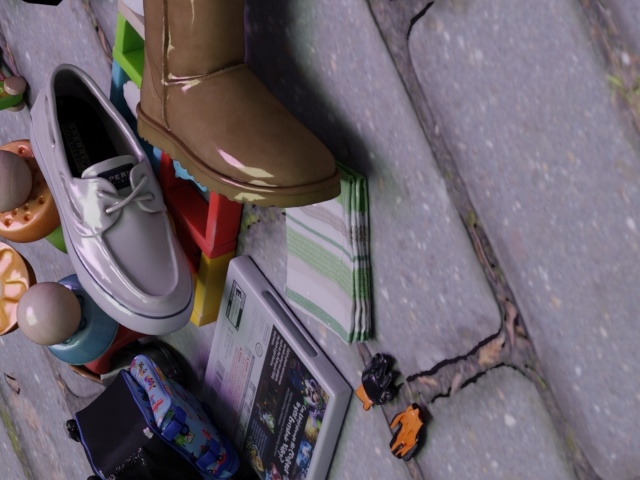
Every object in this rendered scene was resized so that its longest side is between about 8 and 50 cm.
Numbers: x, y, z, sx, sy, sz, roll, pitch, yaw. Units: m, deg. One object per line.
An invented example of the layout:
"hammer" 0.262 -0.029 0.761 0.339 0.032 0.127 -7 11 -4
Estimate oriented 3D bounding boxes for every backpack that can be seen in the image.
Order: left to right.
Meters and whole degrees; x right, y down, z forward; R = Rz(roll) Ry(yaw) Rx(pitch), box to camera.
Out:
"backpack" -0.136 0.213 1.805 0.173 0.117 0.158 45 -177 -25

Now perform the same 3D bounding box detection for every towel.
"towel" 0.000 0.000 1.560 0.113 0.023 0.152 30 132 48

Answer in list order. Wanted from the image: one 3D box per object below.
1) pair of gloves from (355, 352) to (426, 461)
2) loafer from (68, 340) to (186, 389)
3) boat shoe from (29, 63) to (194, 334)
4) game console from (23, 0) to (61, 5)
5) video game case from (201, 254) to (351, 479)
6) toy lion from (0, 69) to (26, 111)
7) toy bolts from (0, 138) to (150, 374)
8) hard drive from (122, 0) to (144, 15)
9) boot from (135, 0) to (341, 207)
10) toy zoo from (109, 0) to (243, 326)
"pair of gloves" 0.058 0.134 1.555 0.083 0.010 0.074 60 150 24
"loafer" -0.191 0.134 1.921 0.170 0.061 0.062 9 113 57
"boat shoe" -0.184 -0.042 1.718 0.088 0.096 0.267 109 142 -55
"game console" -0.283 -0.393 1.703 0.213 0.044 0.361 -27 84 59
"video game case" -0.043 0.135 1.715 0.173 0.022 0.190 51 145 31
"toy lion" -0.368 -0.166 2.008 0.100 0.096 0.034 50 145 32
"toy bolts" -0.288 0.038 1.859 0.218 0.158 0.228 -43 68 13
"hard drive" -0.187 -0.377 1.634 0.210 0.040 0.318 42 140 41
"boot" -0.074 -0.179 1.473 0.236 0.089 0.269 26 126 40
"toy zoo" -0.137 -0.055 1.751 0.192 0.030 0.293 49 145 33
